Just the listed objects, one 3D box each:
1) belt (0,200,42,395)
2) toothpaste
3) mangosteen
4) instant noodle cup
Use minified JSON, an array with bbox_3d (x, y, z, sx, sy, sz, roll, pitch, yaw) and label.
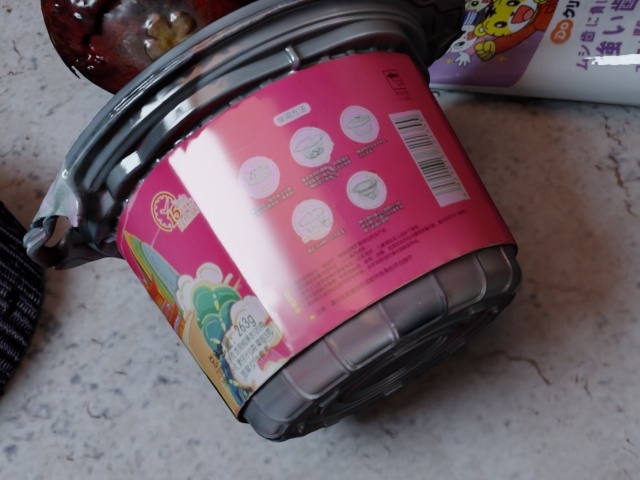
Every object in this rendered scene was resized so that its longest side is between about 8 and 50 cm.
[{"bbox_3d":[-0.367,0.056,0.729,0.324,0.122,0.260,-24,65,0],"label":"belt"},{"bbox_3d":[0.179,-0.137,0.702,0.299,0.073,0.114,13,68,31],"label":"toothpaste"},{"bbox_3d":[-0.132,-0.185,0.770,0.166,0.166,0.180,-35,29,-3],"label":"mangosteen"},{"bbox_3d":[0.000,0.000,0.596,0.302,0.258,0.182,-34,73,6],"label":"instant noodle cup"}]
